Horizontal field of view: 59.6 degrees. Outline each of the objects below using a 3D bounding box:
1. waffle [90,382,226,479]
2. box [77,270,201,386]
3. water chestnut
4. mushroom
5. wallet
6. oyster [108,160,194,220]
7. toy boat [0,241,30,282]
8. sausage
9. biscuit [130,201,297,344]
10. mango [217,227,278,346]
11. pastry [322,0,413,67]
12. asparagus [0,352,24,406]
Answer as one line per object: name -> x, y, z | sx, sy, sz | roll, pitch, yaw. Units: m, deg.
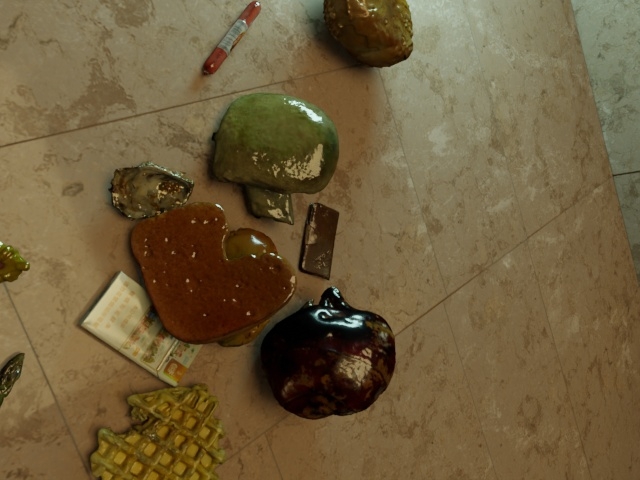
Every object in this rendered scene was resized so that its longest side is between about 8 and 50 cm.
waffle -> -0.295, 0.400, 1.047 | 0.261, 0.056, 0.249 | -2, 91, -42
box -> -0.329, 0.171, 1.059 | 0.220, 0.032, 0.122 | 44, 60, -28
water chestnut -> 0.018, 0.243, 1.196 | 0.289, 0.289, 0.244 | -24, 96, -39
mushroom -> -0.096, -0.197, 1.198 | 0.217, 0.212, 0.291 | 27, 75, -43
wallet -> 0.000, 0.000, 1.359 | 0.095, 0.026, 0.176 | 21, 72, -34
oyster -> -0.322, -0.101, 1.082 | 0.177, 0.056, 0.105 | -20, 110, -39
toy boat -> -0.602, 0.012, 0.809 | 0.318, 0.099, 0.140 | 18, 77, -40
sausage -> -0.194, -0.452, 1.239 | 0.034, 0.034, 0.253 | 43, 61, -28
biscuit -> -0.201, 0.048, 1.059 | 0.262, 0.052, 0.277 | -27, 79, -7
mango -> -0.163, 0.096, 1.149 | 0.156, 0.151, 0.248 | 12, 83, -7
pastry -> 0.109, -0.576, 1.424 | 0.311, 0.162, 0.255 | 25, 59, -46
asparagus -> -0.517, 0.255, 0.890 | 0.030, 0.036, 0.165 | 40, 61, -39
